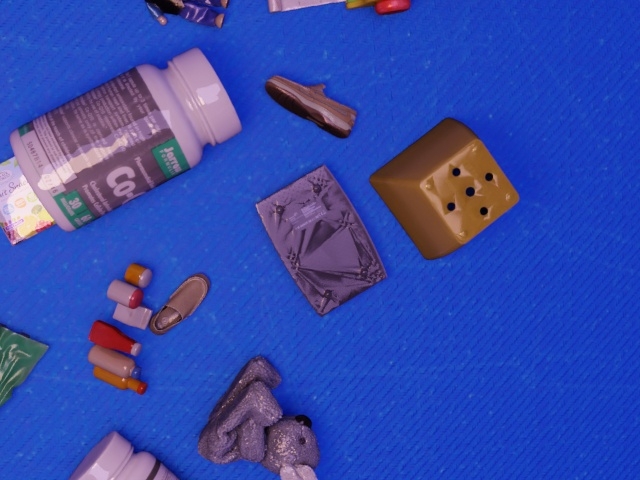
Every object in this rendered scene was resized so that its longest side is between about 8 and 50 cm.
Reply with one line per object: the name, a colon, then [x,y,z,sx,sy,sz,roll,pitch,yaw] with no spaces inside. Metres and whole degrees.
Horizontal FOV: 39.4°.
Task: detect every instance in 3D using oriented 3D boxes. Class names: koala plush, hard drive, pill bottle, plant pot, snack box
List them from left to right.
snack box: [-0.549,-0.074,1.627,0.100,0.037,0.141,-29,99,-8]
pill bottle: [-0.336,-0.184,1.573,0.361,0.204,0.204,-29,99,-6]
pill bottle: [-0.323,0.497,1.656,0.283,0.161,0.161,44,86,-11]
koala plush: [-0.093,0.372,1.685,0.221,0.196,0.203,36,99,-12]
hard drive: [0.000,0.000,1.728,0.172,0.054,0.254,-31,100,-6]
plant pot: [0.252,-0.095,1.700,0.212,0.187,0.212,-38,100,-5]

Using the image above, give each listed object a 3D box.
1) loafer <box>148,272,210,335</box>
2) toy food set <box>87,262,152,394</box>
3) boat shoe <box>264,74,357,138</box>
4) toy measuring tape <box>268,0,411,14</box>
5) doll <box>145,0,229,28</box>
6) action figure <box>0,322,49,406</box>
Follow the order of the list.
loafer: [-0.264,0.125,1.691,0.056,0.050,0.148,42,87,-11]
toy food set: [-0.345,0.166,1.632,0.105,0.111,0.232,22,94,14]
boat shoe: [-0.015,-0.269,1.704,0.190,0.068,0.072,30,77,-21]
toy measuring tape: [0.069,-0.473,1.671,0.330,0.121,0.121,-10,97,-9]
doll: [-0.263,-0.455,1.644,0.189,0.046,0.129,16,101,-5]
action figure: [-0.612,0.268,1.632,0.137,0.063,0.232,27,86,-13]
